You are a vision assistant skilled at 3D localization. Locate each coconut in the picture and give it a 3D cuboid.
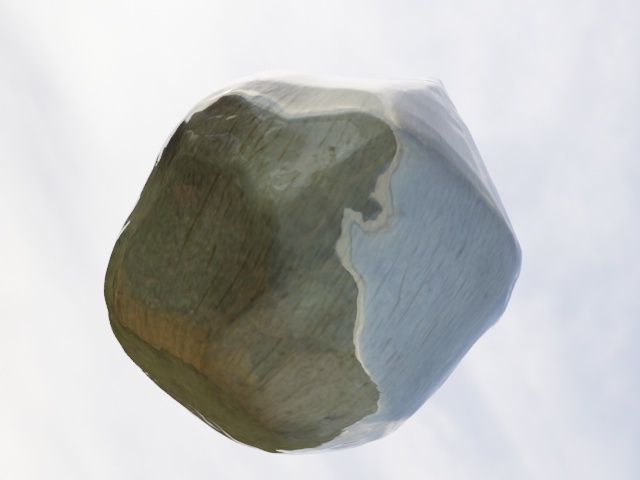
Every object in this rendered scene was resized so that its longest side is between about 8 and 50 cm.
[{"bbox_3d":[0.000,0.000,0.880,0.224,0.224,0.224,38,-44,48],"label":"coconut"}]
